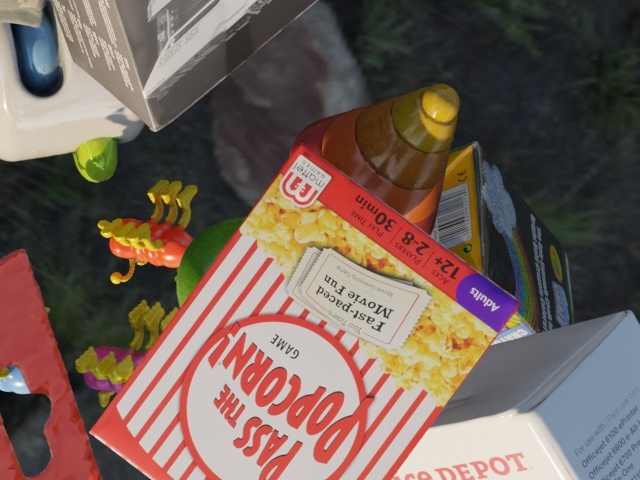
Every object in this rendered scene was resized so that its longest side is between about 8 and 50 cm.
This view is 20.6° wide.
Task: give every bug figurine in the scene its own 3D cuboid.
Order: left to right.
[{"bbox_3d":[-0.161,0.058,1.436,0.279,0.216,0.072,-42,131,-38],"label":"bug figurine"}]

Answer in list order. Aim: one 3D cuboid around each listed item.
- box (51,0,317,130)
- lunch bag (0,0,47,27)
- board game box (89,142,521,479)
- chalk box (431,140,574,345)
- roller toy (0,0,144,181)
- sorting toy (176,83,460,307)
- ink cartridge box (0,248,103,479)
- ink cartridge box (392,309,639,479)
[{"bbox_3d":[-0.039,-0.227,0.836,0.242,0.076,0.307,-41,154,-17],"label":"box"},{"bbox_3d":[-0.287,-0.322,1.282,0.169,0.287,0.235,0,123,-38],"label":"lunch bag"},{"bbox_3d":[-0.007,0.069,0.947,0.146,0.045,0.193,36,90,7],"label":"board game box"},{"bbox_3d":[0.154,0.066,1.847,0.289,0.179,0.180,46,34,-44],"label":"chalk box"},{"bbox_3d":[-0.237,-0.168,1.495,0.146,0.209,0.191,-10,141,-16],"label":"roller toy"},{"bbox_3d":[0.000,0.000,1.149,0.127,0.126,0.365,41,46,-1],"label":"sorting toy"},{"bbox_3d":[-0.292,0.232,1.196,0.385,0.091,0.308,-38,140,-27],"label":"ink cartridge box"},{"bbox_3d":[0.173,0.221,1.178,0.129,0.223,0.307,-38,101,-37],"label":"ink cartridge box"}]
